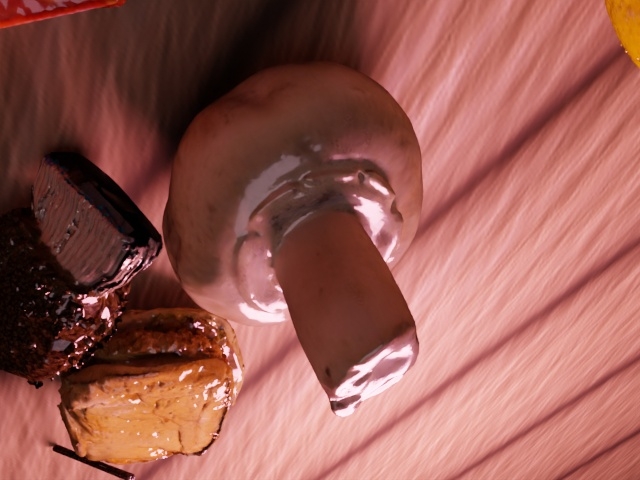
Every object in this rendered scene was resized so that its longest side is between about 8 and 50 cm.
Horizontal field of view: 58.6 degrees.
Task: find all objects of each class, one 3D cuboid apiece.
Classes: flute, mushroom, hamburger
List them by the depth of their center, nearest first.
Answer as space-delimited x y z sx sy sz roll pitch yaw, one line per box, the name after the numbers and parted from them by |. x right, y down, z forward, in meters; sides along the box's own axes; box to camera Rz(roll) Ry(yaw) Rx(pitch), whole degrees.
0.000 0.000 0.594 0.314 0.336 0.314 -18 142 -15 | mushroom
-0.242 0.211 0.836 0.259 0.145 0.283 9 137 -23 | hamburger
-0.366 0.351 0.907 0.269 0.014 0.014 -6 147 43 | flute

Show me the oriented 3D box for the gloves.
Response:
-0.323 0.049 0.654 0.210 0.135 0.312 35 112 -2 | gloves

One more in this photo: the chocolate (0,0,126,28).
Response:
-0.279 -0.274 0.425 0.234 0.108 0.237 -13 134 -4 | chocolate

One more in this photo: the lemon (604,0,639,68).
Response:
0.408 -0.263 0.536 0.258 0.258 0.310 -38 171 17 | lemon
